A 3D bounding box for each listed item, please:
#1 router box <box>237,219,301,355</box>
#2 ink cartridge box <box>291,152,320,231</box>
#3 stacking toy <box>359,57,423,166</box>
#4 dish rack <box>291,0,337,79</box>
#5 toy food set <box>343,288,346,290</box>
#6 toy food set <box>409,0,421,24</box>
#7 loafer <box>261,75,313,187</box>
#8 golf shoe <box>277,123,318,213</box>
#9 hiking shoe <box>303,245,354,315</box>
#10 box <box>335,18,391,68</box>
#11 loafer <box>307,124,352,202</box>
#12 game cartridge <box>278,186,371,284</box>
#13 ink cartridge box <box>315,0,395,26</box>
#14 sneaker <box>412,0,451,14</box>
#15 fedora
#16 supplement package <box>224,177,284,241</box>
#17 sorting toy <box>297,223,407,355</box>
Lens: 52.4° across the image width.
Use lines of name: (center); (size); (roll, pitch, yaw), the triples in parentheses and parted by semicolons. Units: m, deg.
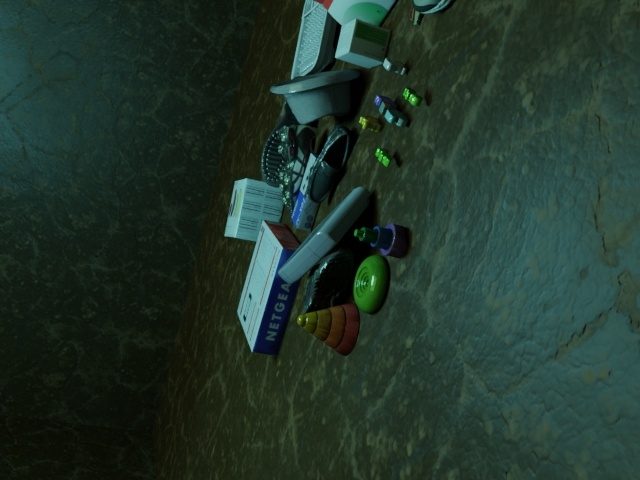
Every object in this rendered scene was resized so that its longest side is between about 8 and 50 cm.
router box: (-0.157, 0.139, 2.007); (0.301, 0.082, 0.336); (-131, 56, -66)
ink cartridge box: (-0.028, -0.141, 1.875); (0.097, 0.046, 0.207); (-123, 48, -66)
stacking toy: (0.160, -0.287, 1.446); (0.221, 0.052, 0.167); (-107, 33, -52)
dish rack: (-0.002, -0.679, 2.102); (0.285, 0.072, 0.333); (-178, 101, -70)
toy food set: (0.056, 0.080, 1.543); (0.082, 0.020, 0.083); (147, 133, -63)
toy food set: (0.226, -0.551, 1.468); (0.078, 0.019, 0.122); (-119, 37, -63)
loafer: (-0.082, -0.333, 2.070); (0.130, 0.133, 0.366); (65, -136, -80)
golf shoe: (-0.061, -0.210, 1.941); (0.105, 0.120, 0.273); (-130, 36, -58)
hiking shoe: (0.008, 0.081, 1.511); (0.114, 0.086, 0.227); (-102, 31, -46)
box: (0.106, -0.494, 1.638); (0.102, 0.101, 0.087); (-158, 81, -70)
loafer: (0.022, -0.198, 1.725); (0.078, 0.076, 0.223); (-104, 35, -66)
game cartridge: (0.000, 0.000, 1.563); (0.198, 0.062, 0.297); (-45, 1, -33)
ink cartridge box: (0.071, -0.625, 1.630); (0.181, 0.224, 0.056); (132, 150, -55)
sneaker: (0.248, -0.555, 1.276); (0.271, 0.107, 0.100); (137, 139, -60)
fedora: (-0.005, -0.389, 1.780); (0.275, 0.243, 0.124); (20, 126, 62)
supplement package: (-0.228, -0.097, 2.251); (0.194, 0.149, 0.203); (-176, 97, -71)
sorting toy: (0.052, 0.100, 1.384); (0.127, 0.126, 0.366); (-99, 28, -47)
